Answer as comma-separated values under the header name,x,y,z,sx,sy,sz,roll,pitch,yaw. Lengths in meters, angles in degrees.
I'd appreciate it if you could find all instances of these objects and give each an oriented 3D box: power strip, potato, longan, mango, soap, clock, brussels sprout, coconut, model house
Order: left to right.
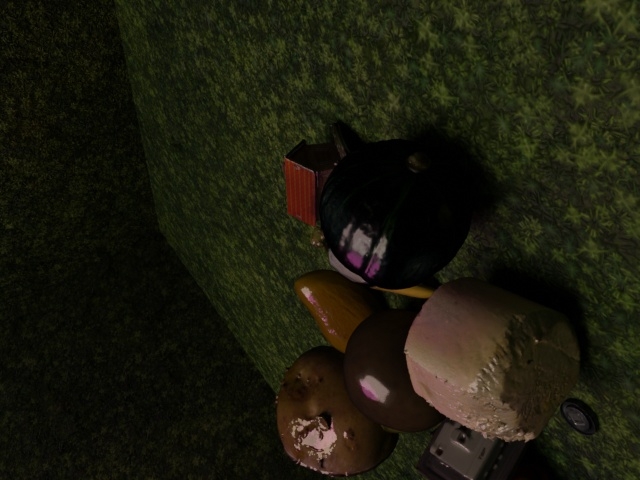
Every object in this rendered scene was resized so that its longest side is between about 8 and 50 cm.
name,x,y,z,sx,sy,sz,roll,pitch,yaw
model house,-0.008,-0.126,1.514,0.294,0.154,0.207,89,170,-47
brussels sprout,0.000,0.000,1.860,0.085,0.058,0.085,38,162,15
potato,0.039,0.525,2.008,0.442,0.385,0.319,14,116,44
mango,0.078,0.209,1.767,0.331,0.195,0.142,56,-166,-22
longan,0.205,0.335,1.553,0.319,0.319,0.319,45,153,31
soap,0.210,0.117,1.481,0.089,0.168,0.033,112,169,-75
power strip,0.366,0.507,1.479,0.092,0.257,0.251,42,166,-37
coconut,0.317,0.227,1.197,0.309,0.297,0.297,20,135,56
clock,0.541,0.369,1.255,0.085,0.017,0.085,44,152,31

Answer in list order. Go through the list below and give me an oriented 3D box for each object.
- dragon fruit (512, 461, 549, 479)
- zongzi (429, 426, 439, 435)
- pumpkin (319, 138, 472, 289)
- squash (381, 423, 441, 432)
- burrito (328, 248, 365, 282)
name,x,y,z,sx,sy,sz,roll,pitch,yaw
dragon fruit,0.452,0.633,1.503,0.307,0.243,0.227,29,106,19
zongzi,0.360,0.575,1.795,0.067,0.073,0.083,-119,16,-50
pumpkin,0.152,-0.067,1.163,0.315,0.315,0.238,47,145,26
squash,0.245,0.481,1.761,0.204,0.237,0.155,-53,37,46
burrito,0.148,0.042,1.551,0.139,0.101,0.445,66,156,-3
